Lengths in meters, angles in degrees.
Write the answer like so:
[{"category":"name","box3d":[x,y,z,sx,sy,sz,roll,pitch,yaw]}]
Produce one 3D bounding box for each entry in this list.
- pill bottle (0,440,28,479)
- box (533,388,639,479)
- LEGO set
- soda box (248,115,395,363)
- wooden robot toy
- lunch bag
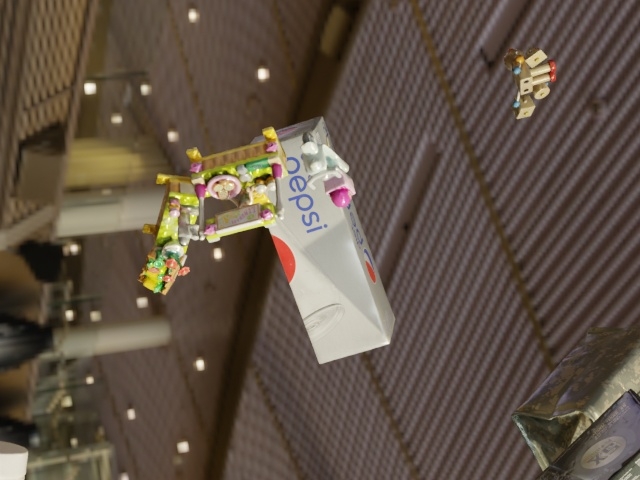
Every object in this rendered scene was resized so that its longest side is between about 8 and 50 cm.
[{"category":"pill bottle","box3d":[-0.401,0.337,1.447,0.119,0.119,0.208,4,-94,63]},{"category":"box","box3d":[0.312,0.266,1.361,0.180,0.077,0.147,-46,-173,9]},{"category":"LEGO set","box3d":[-0.107,-0.011,1.290,0.287,0.132,0.107,-30,-134,26]},{"category":"soda box","box3d":[0.000,0.000,1.556,0.091,0.098,0.286,-68,140,-71]},{"category":"wooden robot toy","box3d":[0.333,-0.279,2.051,0.173,0.076,0.079,76,-9,-61]},{"category":"lunch bag","box3d":[0.445,0.299,1.822,0.169,0.235,0.287,-13,-70,51]}]
